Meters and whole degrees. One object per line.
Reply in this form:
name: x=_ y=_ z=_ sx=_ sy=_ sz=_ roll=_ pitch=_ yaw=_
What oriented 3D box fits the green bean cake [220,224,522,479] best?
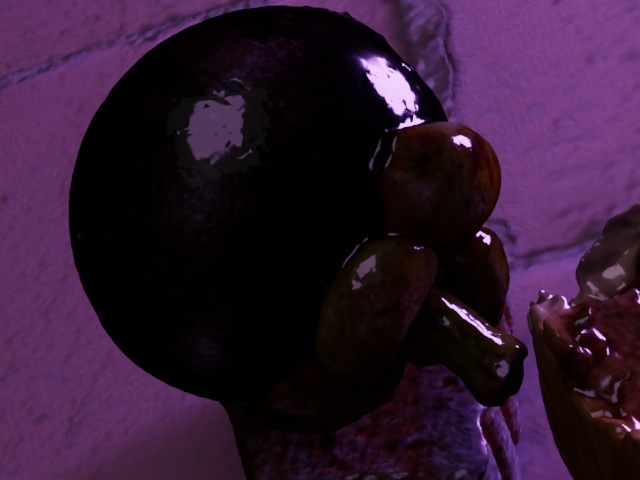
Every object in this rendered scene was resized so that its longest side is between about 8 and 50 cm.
green bean cake: x=0.012 y=0.095 z=1.006 sx=0.198 sy=0.097 sz=0.233 roll=-13 pitch=42 yaw=12

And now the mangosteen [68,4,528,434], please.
mangosteen: x=0.000 y=0.000 z=0.897 sx=0.250 sy=0.211 sz=0.211 roll=36 pitch=67 yaw=24

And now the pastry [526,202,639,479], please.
pastry: x=0.228 y=0.098 z=0.850 sx=0.237 sy=0.170 sz=0.256 roll=-10 pitch=37 yaw=-18
